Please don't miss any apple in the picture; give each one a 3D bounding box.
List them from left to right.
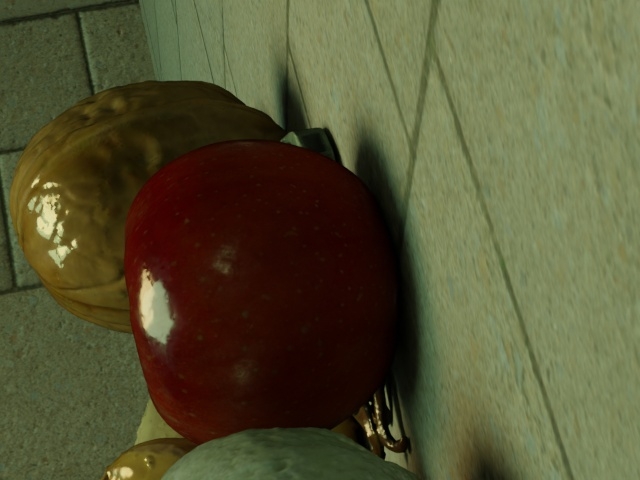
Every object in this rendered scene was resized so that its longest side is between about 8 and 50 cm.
[{"bbox_3d":[-0.051,0.041,1.363,0.260,0.217,0.260,169,90,-84],"label":"apple"}]

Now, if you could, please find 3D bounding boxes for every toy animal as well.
[{"bbox_3d":[0.012,0.119,1.502,0.241,0.057,0.099,36,140,54],"label":"toy animal"}]

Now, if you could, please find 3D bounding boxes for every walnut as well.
[{"bbox_3d":[-0.168,-0.040,1.753,0.277,0.313,0.252,-136,26,-63],"label":"walnut"}]

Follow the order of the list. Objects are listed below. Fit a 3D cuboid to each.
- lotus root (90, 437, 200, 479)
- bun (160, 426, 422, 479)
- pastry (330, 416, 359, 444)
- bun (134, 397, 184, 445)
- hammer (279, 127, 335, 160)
[{"bbox_3d":[-0.042,0.271,1.376,0.151,0.343,0.169,84,-152,-52],"label":"lotus root"},{"bbox_3d":[0.014,0.291,1.137,0.362,0.211,0.361,38,134,54],"label":"bun"},{"bbox_3d":[-0.051,0.270,1.784,0.316,0.184,0.284,147,114,-82],"label":"pastry"},{"bbox_3d":[-0.127,0.303,2.192,0.360,0.211,0.359,11,-90,-82],"label":"bun"},{"bbox_3d":[0.000,0.000,1.585,0.158,0.041,0.226,-111,13,-55],"label":"hammer"}]
